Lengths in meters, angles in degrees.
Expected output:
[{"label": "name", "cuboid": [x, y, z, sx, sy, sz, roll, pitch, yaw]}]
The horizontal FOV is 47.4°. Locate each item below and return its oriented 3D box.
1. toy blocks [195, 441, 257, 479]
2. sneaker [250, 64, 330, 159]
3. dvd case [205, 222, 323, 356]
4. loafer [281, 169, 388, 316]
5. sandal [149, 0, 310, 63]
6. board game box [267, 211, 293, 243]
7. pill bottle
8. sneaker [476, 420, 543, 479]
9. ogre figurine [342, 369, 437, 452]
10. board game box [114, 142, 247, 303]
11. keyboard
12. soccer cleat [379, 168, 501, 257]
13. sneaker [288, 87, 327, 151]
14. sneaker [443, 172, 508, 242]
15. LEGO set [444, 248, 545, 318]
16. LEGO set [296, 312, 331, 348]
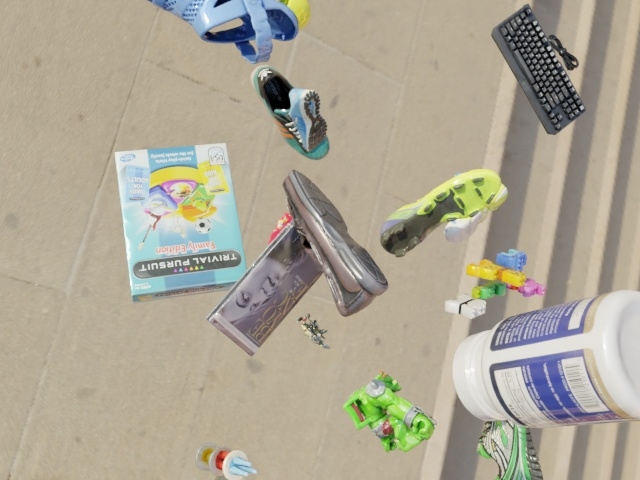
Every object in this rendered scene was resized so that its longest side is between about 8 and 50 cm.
[{"label": "toy blocks", "cuboid": [-0.147, 0.418, 1.273, 0.054, 0.148, 0.123, -32, 105, -35]}, {"label": "sneaker", "cuboid": [-0.073, -0.322, 1.910, 0.108, 0.121, 0.302, -39, 114, 2]}, {"label": "dvd case", "cuboid": [-0.092, 0.094, 1.323, 0.221, 0.018, 0.164, -49, 143, -9]}, {"label": "loafer", "cuboid": [0.000, 0.000, 1.266, 0.095, 0.302, 0.109, -46, 146, 16]}, {"label": "sandal", "cuboid": [-0.179, -0.392, 1.216, 0.317, 0.126, 0.138, 17, 64, -4]}, {"label": "board game box", "cuboid": [-0.087, -0.022, 1.587, 0.033, 0.168, 0.133, 33, 76, 2]}, {"label": "pill bottle", "cuboid": [0.305, 0.161, 0.938, 0.153, 0.265, 0.153, 11, 69, -31]}, {"label": "sneaker", "cuboid": [0.468, 0.491, 1.890, 0.146, 0.134, 0.343, -14, 78, 8]}, {"label": "ogre figurine", "cuboid": [0.104, 0.272, 1.139, 0.097, 0.197, 0.118, -45, 84, -3]}, {"label": "board game box", "cuboid": [-0.314, -0.045, 1.642, 0.254, 0.079, 0.336, -7, 73, -14]}, {"label": "keyboard", "cuboid": [0.328, -0.254, 1.057, 0.108, 0.023, 0.180, -39, 104, -20]}, {"label": "soccer cleat", "cuboid": [0.236, -0.073, 1.484, 0.093, 0.289, 0.121, 43, 33, -19]}, {"label": "sneaker", "cuboid": [-0.033, -0.271, 1.612, 0.063, 0.073, 0.162, -39, 141, -29]}, {"label": "sneaker", "cuboid": [0.339, -0.087, 1.740, 0.126, 0.091, 0.240, 40, 49, 19]}, {"label": "LEGO set", "cuboid": [0.333, 0.075, 1.300, 0.227, 0.093, 0.087, -15, 115, -39]}, {"label": "LEGO set", "cuboid": [-0.013, 0.120, 0.952, 0.023, 0.054, 0.083, -40, 141, 8]}]
